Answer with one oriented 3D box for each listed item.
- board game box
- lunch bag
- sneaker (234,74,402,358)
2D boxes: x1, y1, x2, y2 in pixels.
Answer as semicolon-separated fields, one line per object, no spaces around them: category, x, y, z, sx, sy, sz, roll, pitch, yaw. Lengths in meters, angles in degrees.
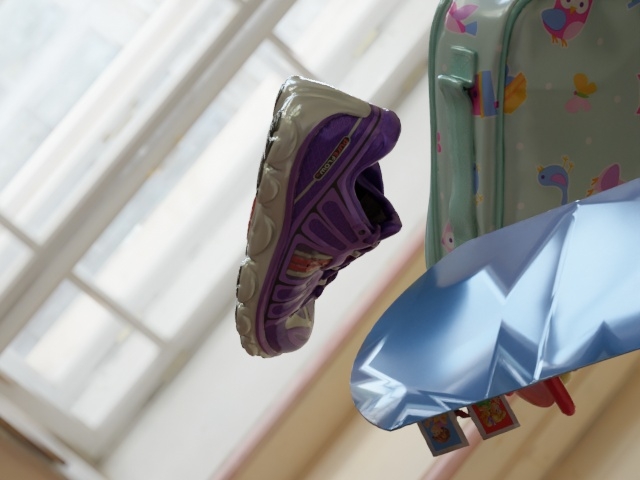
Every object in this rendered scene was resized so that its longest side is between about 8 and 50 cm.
board game box;0.093;0.028;0.606;0.033;0.168;0.133;60;26;-19
lunch bag;0.179;-0.071;1.190;0.108;0.224;0.279;31;-54;59
sneaker;0.000;0.000;0.786;0.071;0.068;0.170;14;-42;0
